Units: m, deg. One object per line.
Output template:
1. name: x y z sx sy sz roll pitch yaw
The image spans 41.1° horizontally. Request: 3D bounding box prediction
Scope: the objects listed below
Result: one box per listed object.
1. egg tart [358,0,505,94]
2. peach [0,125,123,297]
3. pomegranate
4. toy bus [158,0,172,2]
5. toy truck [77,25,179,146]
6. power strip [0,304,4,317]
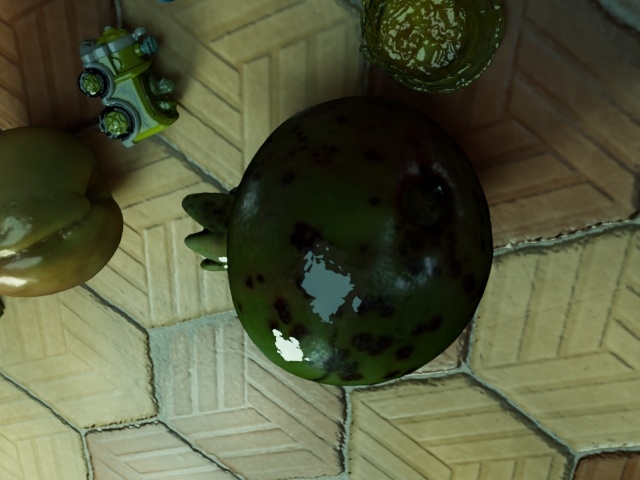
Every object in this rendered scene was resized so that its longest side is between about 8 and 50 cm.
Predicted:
1. egg tart: 0.085 -0.176 0.700 0.130 0.052 0.130 11 126 15
2. peach: -0.301 -0.026 0.887 0.184 0.184 0.184 11 124 17
3. pomegranate: -0.002 0.015 0.745 0.306 0.242 0.242 -23 109 36
4. toy bus: -0.084 -0.316 0.544 0.190 0.152 0.312 9 147 33
5. toy truck: -0.181 -0.153 0.819 0.076 0.076 0.111 -19 111 13
6. power strip: -0.502 0.082 1.127 0.226 0.029 0.080 -11 116 28
